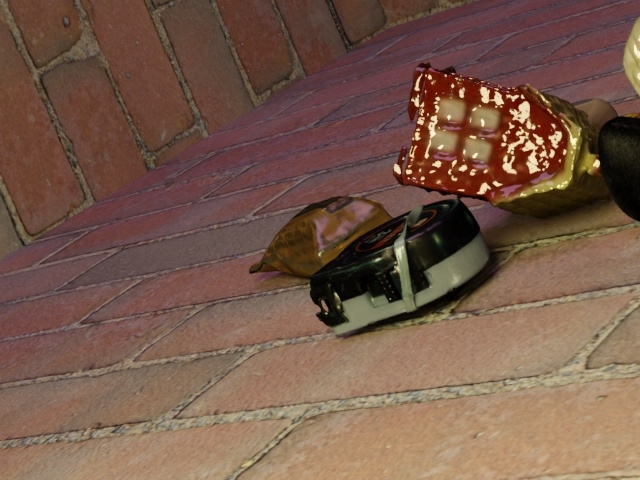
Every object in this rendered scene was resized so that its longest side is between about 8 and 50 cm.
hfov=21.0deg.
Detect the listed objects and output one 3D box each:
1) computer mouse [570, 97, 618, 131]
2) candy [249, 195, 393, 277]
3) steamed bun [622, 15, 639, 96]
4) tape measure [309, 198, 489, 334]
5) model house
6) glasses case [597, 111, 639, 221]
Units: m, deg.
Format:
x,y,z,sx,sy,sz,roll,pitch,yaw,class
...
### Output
x,y,z,sx,sy,sz,roll,pitch,yaw,class
0.317,-0.116,2.290,0.145,0.082,0.236,-15,17,30,computer mouse
0.000,0.000,2.346,0.143,0.101,0.271,-34,10,-22,candy
0.511,-0.188,1.894,0.206,0.275,0.320,-17,44,-33,steamed bun
0.105,0.026,2.017,0.181,0.107,0.182,-16,13,40,tape measure
0.245,-0.108,2.092,0.254,0.160,0.196,17,4,27,model house
0.401,-0.071,1.837,0.082,0.122,0.321,-20,14,-20,glasses case
